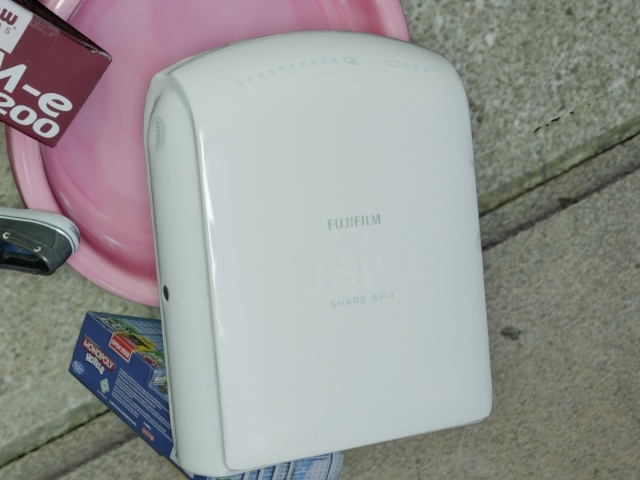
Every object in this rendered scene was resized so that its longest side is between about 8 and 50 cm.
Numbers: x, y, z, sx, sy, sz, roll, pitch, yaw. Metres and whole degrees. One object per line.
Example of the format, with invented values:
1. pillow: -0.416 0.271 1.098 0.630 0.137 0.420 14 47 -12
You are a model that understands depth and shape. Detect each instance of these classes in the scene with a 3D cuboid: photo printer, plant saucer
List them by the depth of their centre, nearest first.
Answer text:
1. photo printer: 0.000 0.000 1.198 0.256 0.107 0.307 -7 94 -31
2. plant saucer: -0.089 -0.112 1.257 0.332 0.084 0.332 -13 117 -26

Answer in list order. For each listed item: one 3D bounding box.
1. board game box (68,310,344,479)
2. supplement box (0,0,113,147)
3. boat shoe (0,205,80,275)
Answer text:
1. board game box: -0.071 0.127 1.332 0.194 0.194 0.060 2 115 -45
2. supplement box: -0.243 -0.151 1.054 0.130 0.239 0.073 30 94 -35
3. boat shoe: -0.243 0.000 1.188 0.040 0.142 0.049 -62 144 -41
